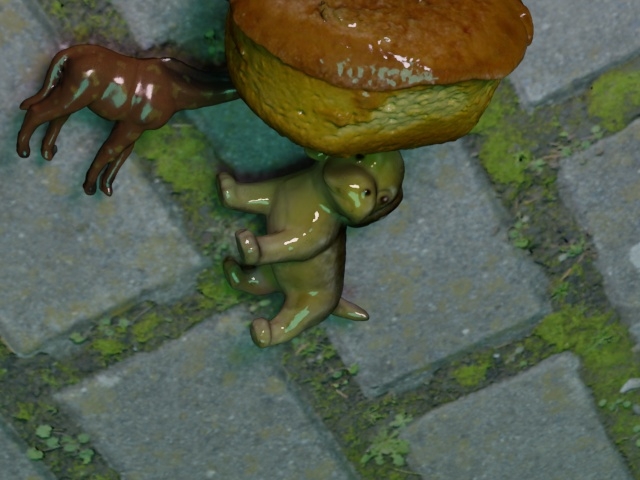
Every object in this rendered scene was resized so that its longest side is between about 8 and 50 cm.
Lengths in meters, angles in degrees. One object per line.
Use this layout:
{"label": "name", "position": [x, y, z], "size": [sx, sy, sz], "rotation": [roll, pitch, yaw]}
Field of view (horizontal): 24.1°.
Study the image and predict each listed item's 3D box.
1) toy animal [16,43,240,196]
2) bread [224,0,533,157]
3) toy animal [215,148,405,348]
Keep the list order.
{"label": "toy animal", "position": [-0.136, -0.124, 1.358], "size": [0.224, 0.066, 0.230], "rotation": [31, 109, -29]}
{"label": "bread", "position": [0.038, -0.182, 1.249], "size": [0.268, 0.268, 0.146], "rotation": [4, 136, -14]}
{"label": "toy animal", "position": [-0.011, -0.006, 1.441], "size": [0.168, 0.121, 0.233], "rotation": [-5, 130, -21]}
